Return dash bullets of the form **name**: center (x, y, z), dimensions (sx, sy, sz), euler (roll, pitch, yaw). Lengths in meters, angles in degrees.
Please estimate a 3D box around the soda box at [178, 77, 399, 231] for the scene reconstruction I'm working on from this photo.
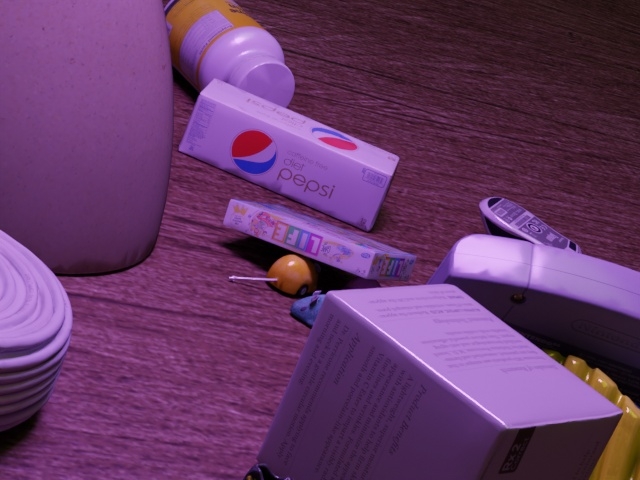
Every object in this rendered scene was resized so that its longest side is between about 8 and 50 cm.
- **soda box**: center (-0.031, -0.089, 1.952), dimensions (0.216, 0.069, 0.074), euler (24, 20, 1)

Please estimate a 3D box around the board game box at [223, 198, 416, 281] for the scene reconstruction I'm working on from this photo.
- **board game box**: center (0.000, 0.000, 1.755), dimensions (0.154, 0.026, 0.103), euler (21, 6, 24)

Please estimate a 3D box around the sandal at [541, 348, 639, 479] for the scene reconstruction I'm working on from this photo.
- **sandal**: center (0.254, 0.188, 1.520), dimensions (0.317, 0.126, 0.138), euler (24, -11, 18)

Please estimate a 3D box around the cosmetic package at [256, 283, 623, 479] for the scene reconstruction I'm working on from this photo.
- **cosmetic package**: center (0.085, 0.141, 1.373), dimensions (0.183, 0.151, 0.151), euler (38, 25, 33)

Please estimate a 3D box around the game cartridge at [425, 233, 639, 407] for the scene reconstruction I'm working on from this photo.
- **game cartridge**: center (0.220, 0.094, 1.581), dimensions (0.297, 0.198, 0.062), euler (20, 48, -9)

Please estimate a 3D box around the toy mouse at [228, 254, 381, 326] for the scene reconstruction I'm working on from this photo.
- **toy mouse**: center (0.022, 0.053, 1.700), dimensions (0.143, 0.031, 0.161), euler (36, 24, 33)

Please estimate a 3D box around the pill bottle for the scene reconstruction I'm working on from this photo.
- **pill bottle**: center (-0.103, -0.204, 2.112), dimensions (0.103, 0.103, 0.184), euler (7, 26, -36)

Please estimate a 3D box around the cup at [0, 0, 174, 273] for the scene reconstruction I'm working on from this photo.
- **cup**: center (-0.259, -0.153, 1.632), dimensions (0.331, 0.237, 0.331), euler (20, 21, -8)

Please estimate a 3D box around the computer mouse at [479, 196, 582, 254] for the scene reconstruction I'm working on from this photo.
- **computer mouse**: center (0.246, 0.020, 2.012), dimensions (0.193, 0.042, 0.106), euler (34, 27, 14)

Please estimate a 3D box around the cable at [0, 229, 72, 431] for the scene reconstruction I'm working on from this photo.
- **cable**: center (-0.300, 0.043, 1.305), dimensions (0.257, 0.089, 0.257), euler (1, 29, -44)

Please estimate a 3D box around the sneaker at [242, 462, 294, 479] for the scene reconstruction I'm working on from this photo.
- **sneaker**: center (-0.021, 0.186, 1.317), dimensions (0.083, 0.035, 0.031), euler (27, 21, 13)
